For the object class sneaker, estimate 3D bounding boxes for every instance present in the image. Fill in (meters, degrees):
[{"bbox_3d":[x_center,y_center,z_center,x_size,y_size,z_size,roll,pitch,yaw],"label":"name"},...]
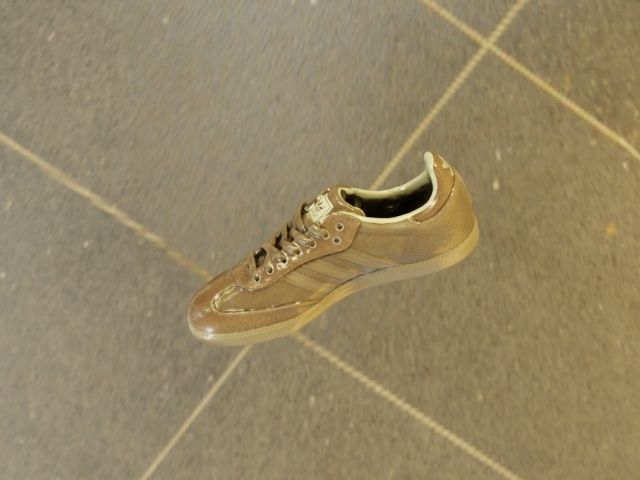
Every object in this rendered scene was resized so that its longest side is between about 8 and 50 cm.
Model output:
[{"bbox_3d":[0.000,0.000,0.902,0.188,0.066,0.071,-21,124,-1],"label":"sneaker"}]
